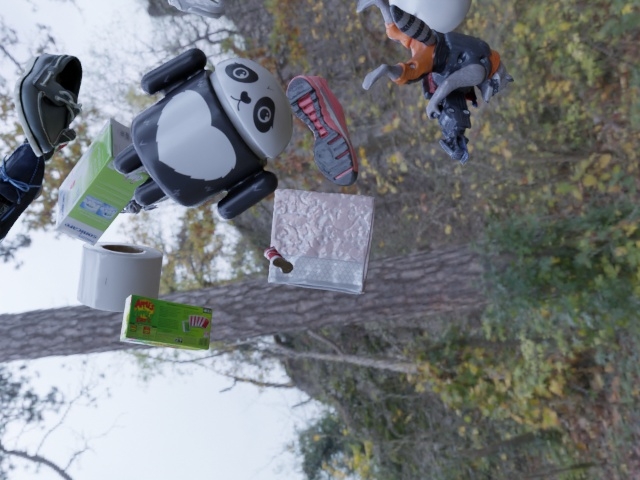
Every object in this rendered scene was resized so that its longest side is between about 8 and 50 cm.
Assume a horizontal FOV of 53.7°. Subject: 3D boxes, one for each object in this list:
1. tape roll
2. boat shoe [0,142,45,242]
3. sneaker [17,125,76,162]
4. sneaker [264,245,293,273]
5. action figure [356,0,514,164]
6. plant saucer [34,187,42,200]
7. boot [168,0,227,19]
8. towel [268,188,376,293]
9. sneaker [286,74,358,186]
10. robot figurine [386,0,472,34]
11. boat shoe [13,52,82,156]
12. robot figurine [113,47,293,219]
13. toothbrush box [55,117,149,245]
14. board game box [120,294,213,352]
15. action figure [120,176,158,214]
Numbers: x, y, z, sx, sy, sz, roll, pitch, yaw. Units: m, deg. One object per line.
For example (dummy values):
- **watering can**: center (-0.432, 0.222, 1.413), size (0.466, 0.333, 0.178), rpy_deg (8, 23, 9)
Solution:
- **tape roll**: center (-0.620, 0.107, 1.964), size (0.246, 0.246, 0.169), rpy_deg (-30, -50, -79)
- **boat shoe**: center (-0.685, -0.097, 1.390), size (0.089, 0.109, 0.258), rpy_deg (124, 165, -79)
- **sneaker**: center (-0.786, -0.266, 1.769), size (0.107, 0.118, 0.279), rpy_deg (45, -156, -18)
- **sneaker**: center (-0.128, 0.058, 1.916), size (0.067, 0.042, 0.118), rpy_deg (47, -178, 33)
- **action figure**: center (0.245, -0.335, 1.258), size (0.178, 0.330, 0.341), rpy_deg (127, 141, -48)
- **plant saucer**: center (-0.872, -0.159, 1.898), size (0.083, 0.015, 0.084), rpy_deg (-3, -85, -47)
- **boot**: center (-0.316, -0.549, 1.324), size (0.123, 0.258, 0.095), rpy_deg (123, 163, -51)
- **towel**: center (0.000, 0.000, 2.044), size (0.053, 0.331, 0.317), rpy_deg (14, -98, -82)
- **sneaker**: center (0.037, -0.301, 1.678), size (0.136, 0.115, 0.314), rpy_deg (-34, -79, -50)
- **robot figurine**: center (0.277, -0.632, 1.577), size (0.199, 0.300, 0.353), rpy_deg (36, -145, -14)
- **boat shoe**: center (-0.520, -0.279, 1.235), size (0.319, 0.099, 0.116), rpy_deg (-111, 10, -48)
- **robot figurine**: center (-0.176, -0.159, 0.972), size (0.209, 0.278, 0.174), rpy_deg (51, -167, -44)
- **toothbrush box**: center (-0.605, -0.162, 1.752), size (0.122, 0.283, 0.206), rpy_deg (27, -153, -35)
- **board game box**: center (-0.326, 0.179, 1.350), size (0.181, 0.043, 0.092), rpy_deg (15, -116, -29)
- **action figure**: center (-0.647, -0.179, 2.291), size (0.285, 0.185, 0.099), rpy_deg (-81, -6, -56)
